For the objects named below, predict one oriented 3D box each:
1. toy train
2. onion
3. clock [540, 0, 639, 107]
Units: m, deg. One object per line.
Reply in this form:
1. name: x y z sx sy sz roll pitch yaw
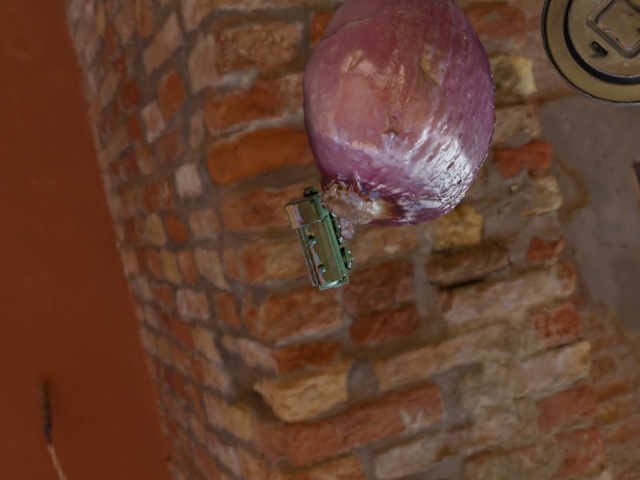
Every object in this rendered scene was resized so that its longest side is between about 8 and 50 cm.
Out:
1. toy train: 0.000 0.000 1.372 0.071 0.170 0.111 -14 -169 16
2. onion: 0.118 -0.177 0.942 0.159 0.349 0.267 10 158 23
3. clock: 0.548 -0.385 1.519 0.312 0.313 0.061 -16 171 16
